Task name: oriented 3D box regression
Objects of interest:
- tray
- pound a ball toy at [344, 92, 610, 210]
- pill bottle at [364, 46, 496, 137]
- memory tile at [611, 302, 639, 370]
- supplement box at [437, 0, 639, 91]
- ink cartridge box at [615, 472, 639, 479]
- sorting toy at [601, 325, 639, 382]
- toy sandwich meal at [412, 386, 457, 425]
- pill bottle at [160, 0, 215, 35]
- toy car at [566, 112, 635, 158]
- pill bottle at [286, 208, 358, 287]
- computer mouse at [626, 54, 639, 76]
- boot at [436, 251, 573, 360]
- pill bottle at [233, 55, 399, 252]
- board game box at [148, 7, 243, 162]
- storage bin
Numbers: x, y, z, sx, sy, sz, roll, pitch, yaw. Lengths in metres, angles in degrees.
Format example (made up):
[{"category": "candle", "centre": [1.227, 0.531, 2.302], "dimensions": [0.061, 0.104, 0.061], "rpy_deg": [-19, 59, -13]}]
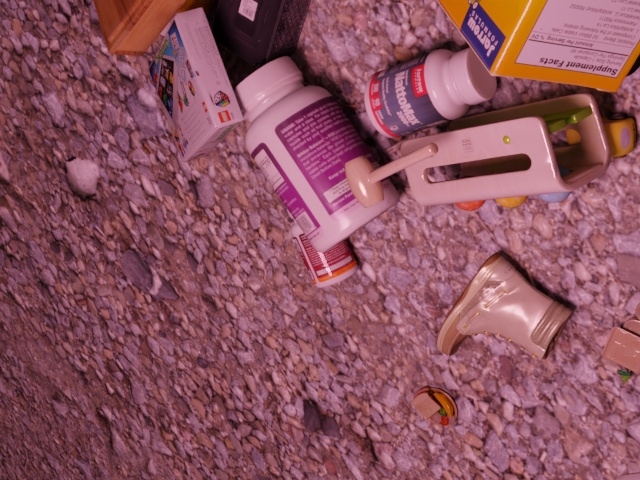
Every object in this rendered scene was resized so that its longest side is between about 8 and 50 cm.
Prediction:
[{"category": "tray", "centre": [-0.339, -0.541, 1.549], "dimensions": [0.203, 0.076, 0.411], "rpy_deg": [-35, 69, 46]}, {"category": "pound a ball toy", "centre": [0.215, -0.096, 1.312], "dimensions": [0.319, 0.208, 0.136], "rpy_deg": [-5, 107, 53]}, {"category": "pill bottle", "centre": [0.165, -0.225, 1.386], "dimensions": [0.180, 0.108, 0.108], "rpy_deg": [-14, 102, 41]}, {"category": "memory tile", "centre": [0.514, 0.163, 1.368], "dimensions": [0.148, 0.012, 0.113], "rpy_deg": [35, 128, 19]}, {"category": "supplement box", "centre": [0.316, -0.381, 1.090], "dimensions": [0.195, 0.194, 0.357], "rpy_deg": [-113, 36, -43]}, {"category": "ink cartridge box", "centre": [0.565, 0.433, 1.407], "dimensions": [0.218, 0.092, 0.159], "rpy_deg": [-22, 97, 44]}, {"category": "sorting toy", "centre": [0.458, 0.174, 1.398], "dimensions": [0.062, 0.012, 0.083], "rpy_deg": [25, 122, 21]}, {"category": "toy sandwich meal", "centre": [0.205, 0.300, 1.661], "dimensions": [0.085, 0.029, 0.086], "rpy_deg": [17, 121, 31]}, {"category": "pill bottle", "centre": [-0.222, -0.447, 1.570], "dimensions": [0.117, 0.117, 0.208], "rpy_deg": [49, 132, 8]}, {"category": "toy car", "centre": [0.465, -0.119, 1.241], "dimensions": [0.239, 0.053, 0.225], "rpy_deg": [-36, 87, 43]}, {"category": "pill bottle", "centre": [0.000, 0.000, 1.637], "dimensions": [0.086, 0.086, 0.152], "rpy_deg": [-17, 100, 41]}, {"category": "computer mouse", "centre": [0.412, -0.321, 1.181], "dimensions": [0.041, 0.071, 0.242], "rpy_deg": [48, 134, 44]}, {"category": "boot", "centre": [0.291, 0.143, 1.489], "dimensions": [0.165, 0.077, 0.213], "rpy_deg": [37, 126, 15]}, {"category": "pill bottle", "centre": [-0.017, -0.145, 1.526], "dimensions": [0.169, 0.169, 0.301], "rpy_deg": [-35, 88, 42]}, {"category": "board game box", "centre": [-0.222, -0.257, 1.600], "dimensions": [0.193, 0.053, 0.305], "rpy_deg": [70, 161, -1]}, {"category": "storage bin", "centre": [-0.092, -0.392, 1.520], "dimensions": [0.122, 0.084, 0.180], "rpy_deg": [35, 128, 19]}]
